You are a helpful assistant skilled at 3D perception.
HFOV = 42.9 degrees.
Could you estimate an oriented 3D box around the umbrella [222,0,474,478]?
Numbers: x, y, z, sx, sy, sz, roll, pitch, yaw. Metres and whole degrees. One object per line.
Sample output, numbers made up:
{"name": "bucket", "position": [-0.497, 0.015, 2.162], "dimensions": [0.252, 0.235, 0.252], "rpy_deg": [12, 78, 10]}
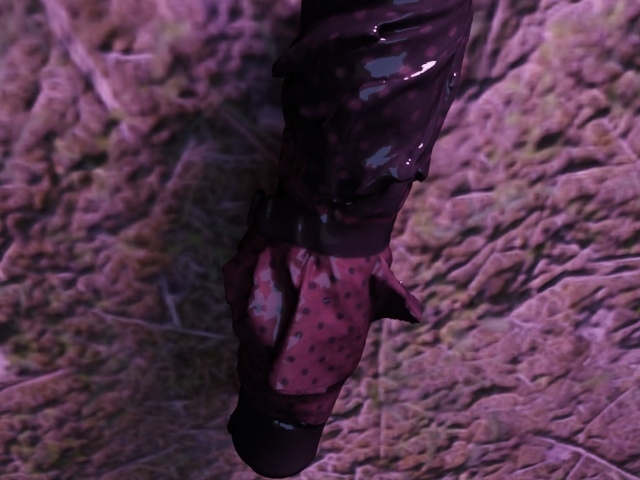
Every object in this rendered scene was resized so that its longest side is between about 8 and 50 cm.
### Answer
{"name": "umbrella", "position": [0.000, 0.000, 0.404], "dimensions": [0.094, 0.090, 0.326], "rpy_deg": [-7, 129, -32]}
